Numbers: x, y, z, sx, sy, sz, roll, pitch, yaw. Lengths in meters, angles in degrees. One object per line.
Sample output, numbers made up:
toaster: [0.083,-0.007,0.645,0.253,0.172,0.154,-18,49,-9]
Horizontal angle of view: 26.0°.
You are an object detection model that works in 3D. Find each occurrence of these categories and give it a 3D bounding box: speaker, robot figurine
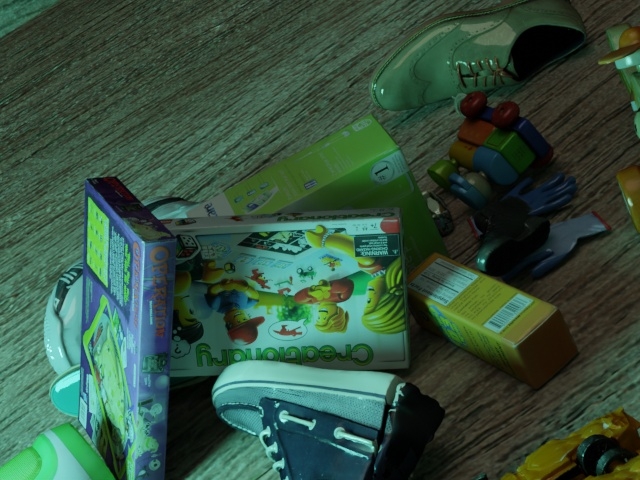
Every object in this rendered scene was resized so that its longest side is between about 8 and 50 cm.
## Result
speaker: [-0.390,0.350,1.659,0.296,0.131,0.131,-37,32,-17]
robot figurine: [0.216,0.277,1.326,0.291,0.085,0.211,-32,18,-8]

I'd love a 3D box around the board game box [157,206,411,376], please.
board game box: [-0.048,0.064,1.679,0.305,0.193,0.053,-3,17,7]

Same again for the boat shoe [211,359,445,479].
boat shoe: [-0.026,0.233,1.569,0.340,0.127,0.158,-6,52,48]

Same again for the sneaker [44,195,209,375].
sneaker: [-0.228,0.054,1.962,0.210,0.137,0.366,-6,33,36]

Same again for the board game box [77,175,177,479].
board game box: [-0.240,0.118,1.690,0.056,0.347,0.208,-5,26,-23]

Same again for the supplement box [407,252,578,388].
supplement box: [0.195,0.091,1.648,0.080,0.078,0.233,-40,32,-14]

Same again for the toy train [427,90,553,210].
toy train: [0.205,-0.129,1.962,0.143,0.105,0.248,-47,28,-6]

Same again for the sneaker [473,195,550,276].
sneaker: [0.222,-0.008,1.734,0.089,0.051,0.170,23,35,35]

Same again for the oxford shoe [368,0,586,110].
oxford shoe: [0.241,-0.284,2.132,0.348,0.123,0.130,-27,36,3]

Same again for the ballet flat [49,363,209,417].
ballet flat: [-0.242,0.180,1.861,0.248,0.086,0.086,-14,33,17]

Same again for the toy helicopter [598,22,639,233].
toy helicopter: [0.408,-0.191,1.753,0.140,0.235,0.355,-21,31,11]

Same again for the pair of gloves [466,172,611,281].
pair of gloves: [0.280,-0.020,1.803,0.159,0.023,0.198,-25,32,0]

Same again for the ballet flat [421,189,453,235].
ballet flat: [0.154,-0.048,1.922,0.041,0.041,0.114,-27,31,-1]

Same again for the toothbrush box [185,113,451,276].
toothbrush box: [0.000,0.000,1.806,0.283,0.206,0.122,-27,31,-1]
